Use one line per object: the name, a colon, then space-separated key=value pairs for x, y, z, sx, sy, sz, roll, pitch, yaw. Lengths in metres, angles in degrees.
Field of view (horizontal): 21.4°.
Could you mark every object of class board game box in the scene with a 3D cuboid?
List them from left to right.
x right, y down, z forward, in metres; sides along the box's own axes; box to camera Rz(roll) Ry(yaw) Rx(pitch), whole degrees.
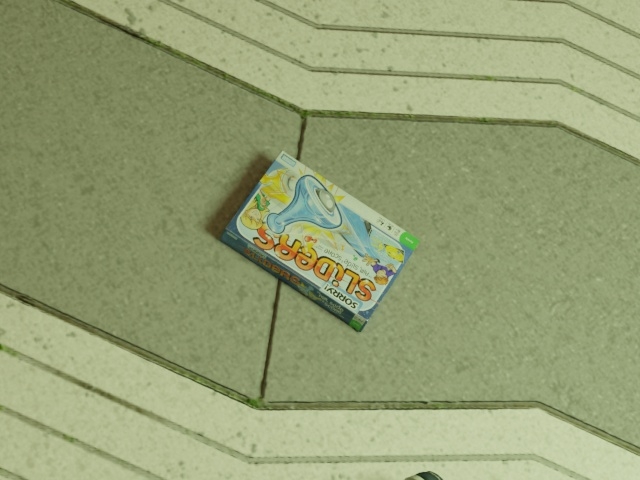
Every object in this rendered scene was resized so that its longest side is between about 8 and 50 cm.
board game box: x=0.000 y=0.000 z=2.023 sx=0.201 sy=0.035 sz=0.136 roll=33 pitch=59 yaw=2

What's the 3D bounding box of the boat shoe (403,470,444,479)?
boat shoe: x=0.187 y=0.352 z=1.863 sx=0.079 sy=0.095 sz=0.254 roll=-33 pitch=78 yaw=-26
